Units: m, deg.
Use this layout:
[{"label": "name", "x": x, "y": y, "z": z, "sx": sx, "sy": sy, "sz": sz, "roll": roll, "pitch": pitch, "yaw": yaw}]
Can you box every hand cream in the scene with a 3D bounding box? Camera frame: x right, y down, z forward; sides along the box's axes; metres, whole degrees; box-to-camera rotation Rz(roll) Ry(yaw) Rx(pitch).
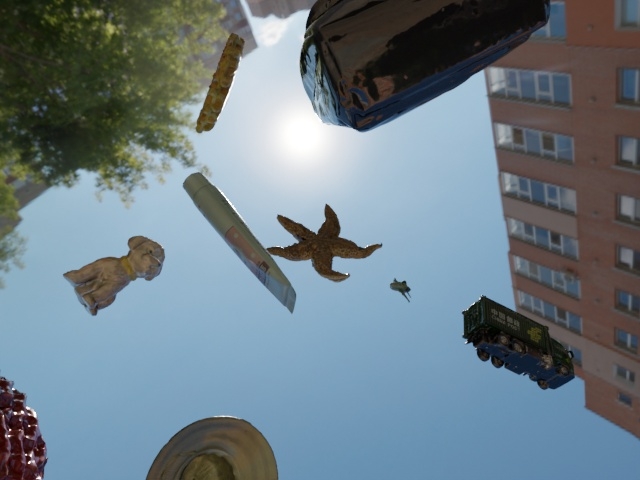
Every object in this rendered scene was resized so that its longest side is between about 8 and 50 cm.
[{"label": "hand cream", "x": -0.146, "y": -0.004, "z": 1.010, "sx": 0.058, "sy": 0.085, "sz": 0.331, "roll": -33, "pitch": -111, "yaw": -28}]

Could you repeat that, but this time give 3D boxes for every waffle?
[{"label": "waffle", "x": -0.287, "y": -0.457, "z": 1.562, "sx": 0.309, "sy": 0.065, "sz": 0.283, "roll": -56, "pitch": -159, "yaw": 33}]

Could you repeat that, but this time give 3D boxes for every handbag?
[{"label": "handbag", "x": 0.109, "y": -0.289, "z": 0.742, "sx": 0.301, "sy": 0.178, "sz": 0.275, "roll": -29, "pitch": -160, "yaw": -3}]

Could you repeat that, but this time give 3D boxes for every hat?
[{"label": "hat", "x": -0.208, "y": 0.438, "z": 0.968, "sx": 0.252, "sy": 0.252, "sz": 0.110, "roll": -47, "pitch": -162, "yaw": -30}]

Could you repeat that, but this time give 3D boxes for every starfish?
[{"label": "starfish", "x": 0.000, "y": 0.000, "z": 1.234, "sx": 0.277, "sy": 0.062, "sz": 0.236, "roll": -4, "pitch": -129, "yaw": -10}]

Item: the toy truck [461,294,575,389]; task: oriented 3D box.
[{"label": "toy truck", "x": 0.453, "y": 0.241, "z": 1.230, "sx": 0.088, "sy": 0.259, "sz": 0.121, "roll": -52, "pitch": -163, "yaw": 42}]

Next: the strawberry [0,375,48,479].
[{"label": "strawberry", "x": -0.402, "y": 0.208, "z": 0.472, "sx": 0.267, "sy": 0.351, "sz": 0.312, "roll": 14, "pitch": -141, "yaw": -5}]

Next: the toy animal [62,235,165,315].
[{"label": "toy animal", "x": -0.409, "y": 0.066, "z": 1.092, "sx": 0.185, "sy": 0.104, "sz": 0.184, "roll": -40, "pitch": -174, "yaw": -26}]

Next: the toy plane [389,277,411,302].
[{"label": "toy plane", "x": 0.202, "y": 0.118, "z": 1.355, "sx": 0.033, "sy": 0.083, "sz": 0.080, "roll": -41, "pitch": -130, "yaw": 18}]
